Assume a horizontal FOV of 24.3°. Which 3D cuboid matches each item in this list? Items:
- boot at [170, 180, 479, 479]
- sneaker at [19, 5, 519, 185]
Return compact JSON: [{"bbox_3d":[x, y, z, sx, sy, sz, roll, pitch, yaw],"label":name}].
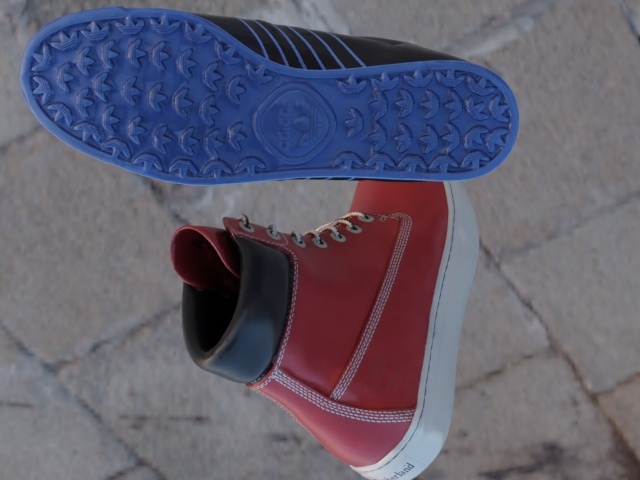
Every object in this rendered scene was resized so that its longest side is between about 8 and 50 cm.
[{"bbox_3d":[0.000,0.000,0.861,0.176,0.244,0.088,35,131,-25],"label":"boot"},{"bbox_3d":[-0.025,-0.065,0.716,0.232,0.090,0.081,8,95,-7],"label":"sneaker"}]
